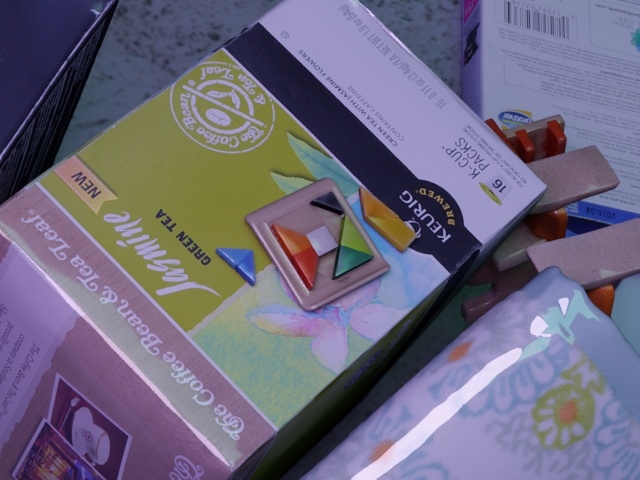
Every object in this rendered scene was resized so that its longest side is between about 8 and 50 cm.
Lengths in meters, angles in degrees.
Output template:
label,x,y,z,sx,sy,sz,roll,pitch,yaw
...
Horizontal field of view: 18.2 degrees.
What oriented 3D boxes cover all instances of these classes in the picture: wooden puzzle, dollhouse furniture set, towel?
label,x,y,z,sx,sy,sz,roll,pitch,yaw
wooden puzzle,0.000,0.000,1.203,0.116,0.014,0.078,-35,79,-33
dollhouse furniture set,0.172,0.027,1.490,0.135,0.262,0.259,-16,50,-15
towel,0.136,0.247,1.307,0.320,0.090,0.374,-42,115,-9

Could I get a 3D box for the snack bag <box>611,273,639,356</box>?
label,x,y,z,sx,sy,sz,roll,pitch,yaw
snack bag,0.298,0.225,1.581,0.323,0.037,0.342,38,57,4

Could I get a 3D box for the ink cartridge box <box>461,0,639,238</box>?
label,x,y,z,sx,sy,sz,roll,pitch,yaw
ink cartridge box,0.216,-0.108,1.729,0.186,0.065,0.311,12,55,-15

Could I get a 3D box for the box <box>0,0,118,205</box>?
label,x,y,z,sx,sy,sz,roll,pitch,yaw
box,-0.302,-0.036,1.335,0.183,0.296,0.294,31,53,-2

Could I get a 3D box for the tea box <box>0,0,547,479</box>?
label,x,y,z,sx,sy,sz,roll,pitch,yaw
tea box,-0.077,0.052,1.351,0.220,0.329,0.323,44,54,6
